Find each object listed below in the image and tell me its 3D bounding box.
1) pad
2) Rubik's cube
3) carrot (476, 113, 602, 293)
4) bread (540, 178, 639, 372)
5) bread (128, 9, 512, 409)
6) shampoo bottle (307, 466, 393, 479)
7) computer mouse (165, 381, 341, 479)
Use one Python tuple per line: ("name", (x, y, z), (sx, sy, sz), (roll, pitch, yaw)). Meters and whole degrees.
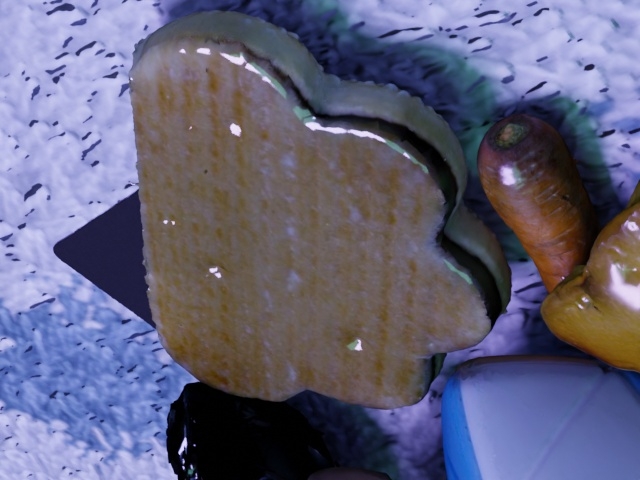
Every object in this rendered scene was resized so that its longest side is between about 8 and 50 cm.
("pad", (-0.074, 0.010, 0.910), (0.112, 0.003, 0.157), (39, 137, -23))
("Rubik's cube", (0.132, 0.138, 0.878), (0.254, 0.254, 0.254), (11, 141, 9))
("carrot", (0.129, 0.009, 0.796), (0.047, 0.047, 0.191), (-7, 137, 29))
("bread", (0.215, 0.002, 0.717), (0.160, 0.088, 0.233), (31, 138, -12))
("bread", (0.000, 0.000, 0.820), (0.207, 0.056, 0.286), (17, 143, 7))
("shampoo bottle", (0.068, 0.232, 0.972), (0.084, 0.126, 0.350), (-5, 151, 16))
("computer mouse", (-0.019, 0.168, 0.980), (0.077, 0.146, 0.242), (-17, 134, 16))
